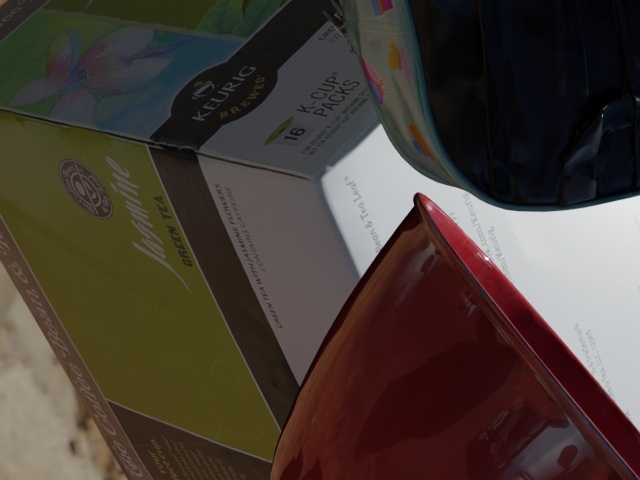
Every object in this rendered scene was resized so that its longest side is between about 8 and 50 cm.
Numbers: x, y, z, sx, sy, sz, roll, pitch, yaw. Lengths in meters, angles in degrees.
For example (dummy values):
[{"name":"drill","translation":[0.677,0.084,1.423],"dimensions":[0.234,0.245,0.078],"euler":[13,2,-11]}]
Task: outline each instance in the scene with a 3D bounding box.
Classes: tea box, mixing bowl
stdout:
[{"name":"tea box","translation":[0.000,0.000,1.043],"dimensions":[0.220,0.323,0.329],"euler":[-47,131,-29]},{"name":"mixing bowl","translation":[0.051,0.086,0.535],"dimensions":[0.181,0.098,0.181],"euler":[49,7,-8]}]

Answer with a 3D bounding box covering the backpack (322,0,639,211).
[{"name":"backpack","translation":[0.084,-0.108,0.743],"dimensions":[0.144,0.166,0.188],"euler":[-173,-113,-71]}]
